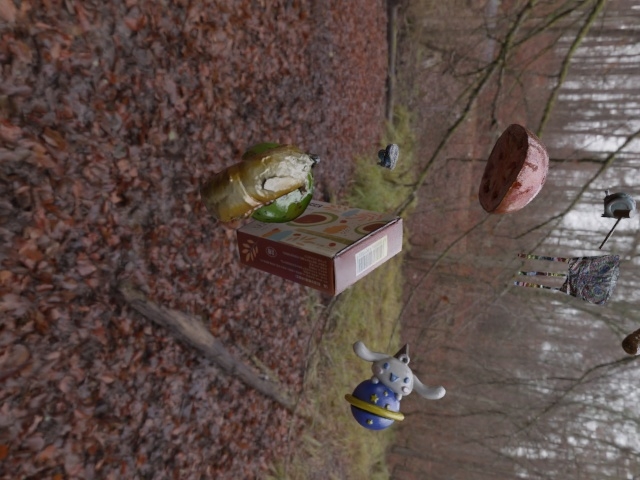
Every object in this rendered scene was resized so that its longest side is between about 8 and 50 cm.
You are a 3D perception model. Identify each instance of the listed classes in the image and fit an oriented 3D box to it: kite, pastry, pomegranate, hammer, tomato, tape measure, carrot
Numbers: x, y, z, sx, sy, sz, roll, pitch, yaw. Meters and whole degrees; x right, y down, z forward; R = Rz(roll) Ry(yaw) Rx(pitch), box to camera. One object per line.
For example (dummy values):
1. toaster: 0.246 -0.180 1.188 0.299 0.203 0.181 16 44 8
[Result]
1. kite: 0.687 0.096 1.301 0.015 0.285 0.152 -78 175 -74
2. pastry: -0.139 -0.117 1.012 0.121 0.235 0.257 65 -15 -7
3. pomegranate: -0.152 -0.160 1.337 0.235 0.301 0.236 0 91 -33
4. hammer: 0.618 -0.024 0.979 0.110 0.035 0.019 -48 111 -14
5. tomato: 0.683 -0.232 1.607 0.338 0.143 0.339 -162 -90 -89
6. tape measure: 1.118 -0.144 1.728 0.179 0.107 0.104 -25 115 -48
7. carrot: 1.061 0.259 1.403 0.070 0.342 0.070 159 -90 -81

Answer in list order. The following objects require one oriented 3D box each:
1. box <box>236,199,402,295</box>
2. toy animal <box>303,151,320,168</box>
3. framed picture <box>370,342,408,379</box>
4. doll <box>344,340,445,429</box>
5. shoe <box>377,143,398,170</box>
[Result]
1. box: 0.000 0.000 1.428 0.344 0.385 0.122 -28 122 -44
2. toy animal: -0.066 -0.280 1.574 0.065 0.135 0.047 159 -60 -78
3. framed picture: 0.254 0.529 1.825 0.265 0.018 0.192 -50 176 13
4. doll: 0.226 0.486 1.471 0.160 0.310 0.243 88 17 -64
5. shoe: 0.238 -0.299 1.638 0.143 0.071 0.064 69 36 -75
